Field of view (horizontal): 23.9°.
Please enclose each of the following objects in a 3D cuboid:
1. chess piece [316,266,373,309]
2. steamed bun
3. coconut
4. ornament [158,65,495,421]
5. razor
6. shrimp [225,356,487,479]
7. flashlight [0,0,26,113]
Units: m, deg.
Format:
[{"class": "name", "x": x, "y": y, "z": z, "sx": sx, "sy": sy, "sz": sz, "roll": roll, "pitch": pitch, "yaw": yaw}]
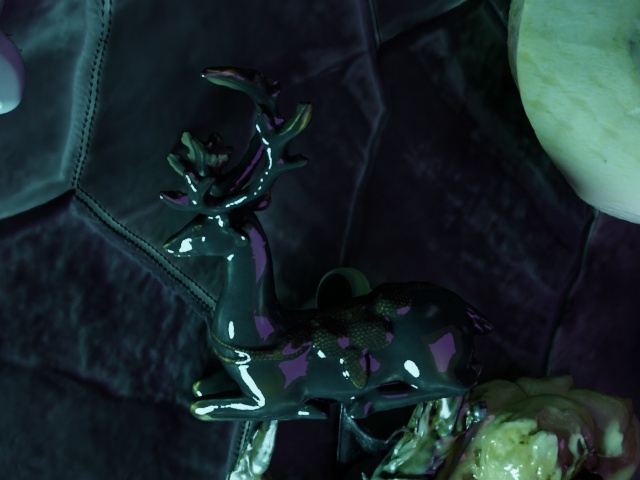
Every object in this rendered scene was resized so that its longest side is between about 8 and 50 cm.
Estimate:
[{"class": "chess piece", "x": 0.043, "y": 0.044, "z": 1.044, "sx": 0.093, "sy": 0.042, "sz": 0.042, "roll": 10, "pitch": 101, "yaw": -42}, {"class": "steamed bun", "x": 0.174, "y": 0.194, "z": 1.122, "sx": 0.192, "sy": 0.106, "sz": 0.177, "roll": -1, "pitch": 109, "yaw": -41}, {"class": "coconut", "x": 0.258, "y": -0.129, "z": 0.998, "sx": 0.259, "sy": 0.259, "sz": 0.259, "roll": -13, "pitch": 114, "yaw": -31}, {"class": "ornament", "x": 0.000, "y": 0.000, "z": 0.928, "sx": 0.202, "sy": 0.080, "sz": 0.236, "roll": -9, "pitch": 117, "yaw": 2}, {"class": "razor", "x": 0.096, "y": 0.138, "z": 1.119, "sx": 0.190, "sy": 0.033, "sz": 0.066, "roll": -8, "pitch": 112, "yaw": -34}, {"class": "shrimp", "x": 0.021, "y": 0.153, "z": 1.040, "sx": 0.150, "sy": 0.051, "sz": 0.217, "roll": 29, "pitch": 105, "yaw": -18}, {"class": "flashlight", "x": -0.191, "y": -0.153, "z": 0.799, "sx": 0.093, "sy": 0.047, "sz": 0.200, "roll": 6, "pitch": 101, "yaw": -37}]
